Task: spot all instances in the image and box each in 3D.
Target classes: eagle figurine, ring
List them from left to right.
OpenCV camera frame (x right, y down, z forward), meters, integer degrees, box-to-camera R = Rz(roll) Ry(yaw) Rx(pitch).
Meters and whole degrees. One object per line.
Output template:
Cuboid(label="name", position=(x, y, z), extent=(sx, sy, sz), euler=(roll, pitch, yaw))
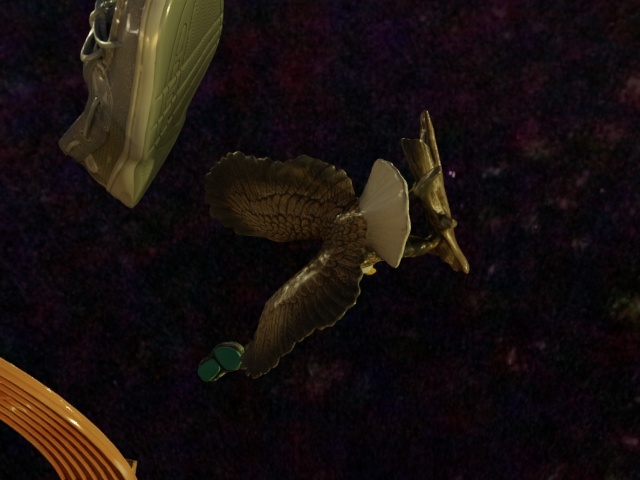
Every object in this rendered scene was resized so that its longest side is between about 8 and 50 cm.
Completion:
Cuboid(label="ring", position=(-0.290, 0.147, 0.504), extent=(0.336, 0.337, 0.032), euler=(8, 47, 11))
Cuboid(label="eagle figurine", position=(0.003, 0.007, 0.785), extent=(0.298, 0.225, 0.226), euler=(-14, 33, 11))

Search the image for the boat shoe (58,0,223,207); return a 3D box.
Cuboid(label="boat shoe", position=(-0.162, -0.128, 0.583), extent=(0.103, 0.320, 0.118), euler=(30, 66, -9))

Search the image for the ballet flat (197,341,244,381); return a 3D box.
Cuboid(label="ballet flat", position=(-0.199, 0.247, 1.505), extent=(0.070, 0.188, 0.070), euler=(17, 59, -32))

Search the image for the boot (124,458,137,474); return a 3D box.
Cuboid(label="boot", position=(-0.493, 0.592, 1.569), extent=(0.104, 0.295, 0.211), euler=(4, 72, 11))
